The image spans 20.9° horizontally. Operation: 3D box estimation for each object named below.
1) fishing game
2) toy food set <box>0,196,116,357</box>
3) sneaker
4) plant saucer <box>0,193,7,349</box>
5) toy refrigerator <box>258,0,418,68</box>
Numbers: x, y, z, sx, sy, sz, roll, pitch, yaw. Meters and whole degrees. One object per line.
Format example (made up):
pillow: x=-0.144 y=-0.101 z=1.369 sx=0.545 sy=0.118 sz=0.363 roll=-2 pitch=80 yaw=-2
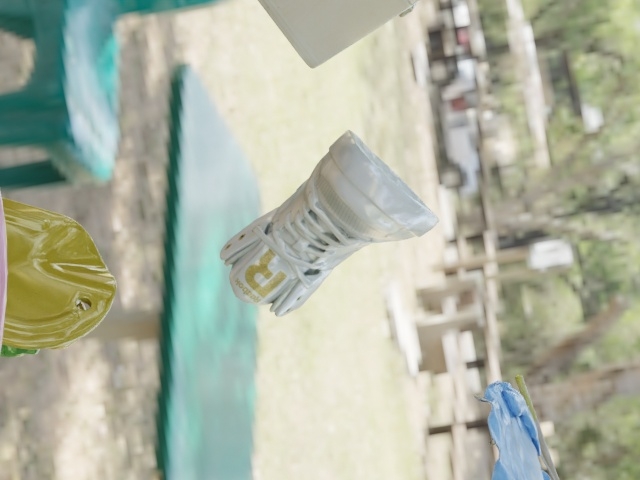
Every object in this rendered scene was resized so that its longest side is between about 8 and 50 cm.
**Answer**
fishing game: x=0.168 y=0.211 z=1.480 sx=0.264 sy=0.041 sz=0.189 roll=-61 pitch=131 yaw=-69
toy food set: x=-0.265 y=0.032 z=1.312 sx=0.071 sy=0.217 sz=0.128 roll=108 pitch=-1 yaw=-50
sneaker: x=0.000 y=0.000 z=1.433 sx=0.108 sy=0.169 sz=0.292 roll=47 pitch=0 yaw=-1
plant saucer: x=-0.270 y=0.020 z=0.560 sx=0.084 sy=0.332 sz=0.332 roll=27 pitch=-43 yaw=53
toy refrigerator: x=0.043 y=-0.235 z=1.323 sx=0.094 sy=0.102 sz=0.269 roll=52 pitch=29 yaw=-14
